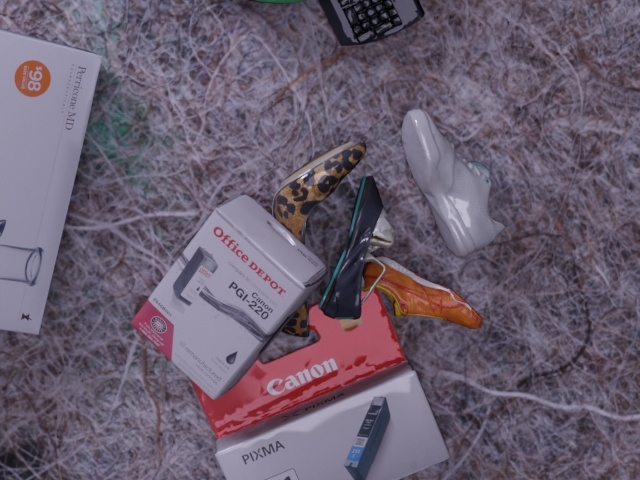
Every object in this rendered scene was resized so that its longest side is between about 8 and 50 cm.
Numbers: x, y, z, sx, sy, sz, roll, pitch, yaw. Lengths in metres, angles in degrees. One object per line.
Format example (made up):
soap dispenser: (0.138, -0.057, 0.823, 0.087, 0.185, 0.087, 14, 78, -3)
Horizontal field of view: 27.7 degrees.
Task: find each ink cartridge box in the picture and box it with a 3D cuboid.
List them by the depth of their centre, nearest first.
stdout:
ink cartridge box: (-0.118, 0.073, 1.679, 0.158, 0.092, 0.218, 42, 113, 6)
ink cartridge box: (-0.008, 0.231, 1.771, 0.296, 0.066, 0.261, -23, 100, 0)

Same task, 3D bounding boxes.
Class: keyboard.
keyboard: (0.054, -0.428, 1.695, 0.201, 0.033, 0.317, -27, 100, 1)

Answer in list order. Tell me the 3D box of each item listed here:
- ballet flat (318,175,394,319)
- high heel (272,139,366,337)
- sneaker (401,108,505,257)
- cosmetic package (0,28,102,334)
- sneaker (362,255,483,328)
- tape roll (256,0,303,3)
ballet flat: (0.058, 0.014, 1.718, 0.074, 0.074, 0.203, 21, 72, -6)
high heel: (0.000, 0.000, 1.717, 0.261, 0.093, 0.186, -37, 93, 18)
sneaker: (0.181, -0.089, 1.738, 0.094, 0.080, 0.212, -27, 106, -11)
cosmetic package: (-0.460, -0.087, 1.637, 0.284, 0.097, 0.377, 10, 99, -29)
sneaker: (0.136, 0.083, 1.757, 0.175, 0.064, 0.067, 25, 82, 4)
tape roll: (-0.054, -0.460, 1.622, 0.321, 0.077, 0.321, -1, 100, -5)
